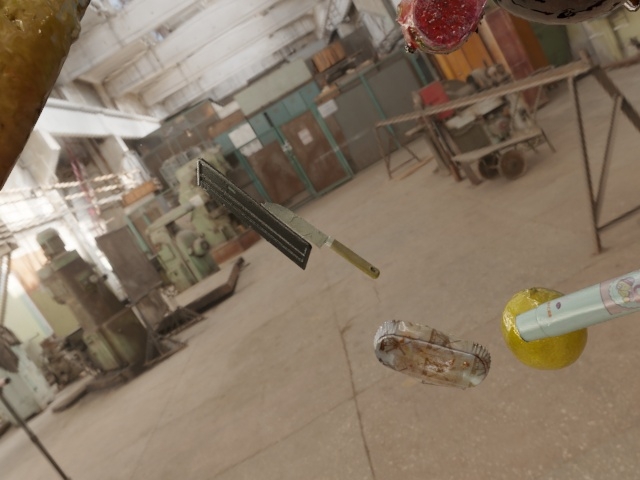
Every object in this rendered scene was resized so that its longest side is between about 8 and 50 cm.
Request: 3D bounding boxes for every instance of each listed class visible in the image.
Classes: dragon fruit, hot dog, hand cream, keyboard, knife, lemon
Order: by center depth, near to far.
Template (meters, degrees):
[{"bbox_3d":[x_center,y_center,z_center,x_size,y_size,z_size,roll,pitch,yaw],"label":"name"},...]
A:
[{"bbox_3d":[0.459,0.088,0.861,0.331,0.058,0.085,-28,23,39],"label":"hand cream"},{"bbox_3d":[-0.172,-0.079,1.055,0.041,0.381,0.103,-52,-9,-30],"label":"keyboard"},{"bbox_3d":[0.001,-0.001,1.204,0.047,0.298,0.017,-58,6,-32],"label":"knife"},{"bbox_3d":[0.495,0.192,1.253,0.178,0.203,0.178,-21,16,6],"label":"lemon"},{"bbox_3d":[0.249,0.264,1.286,0.268,0.144,0.075,15,28,13],"label":"hot dog"},{"bbox_3d":[0.298,-0.569,1.361,0.282,0.211,0.147,-43,2,24],"label":"dragon fruit"}]

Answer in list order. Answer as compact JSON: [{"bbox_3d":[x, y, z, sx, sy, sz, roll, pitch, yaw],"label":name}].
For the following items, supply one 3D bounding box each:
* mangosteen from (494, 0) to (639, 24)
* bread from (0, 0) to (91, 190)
[{"bbox_3d":[0.267,-0.320,0.537,0.266,0.228,0.228,12,9,-4],"label":"mangosteen"},{"bbox_3d":[-0.384,-0.173,0.536,0.398,0.215,0.398,-30,47,38],"label":"bread"}]
